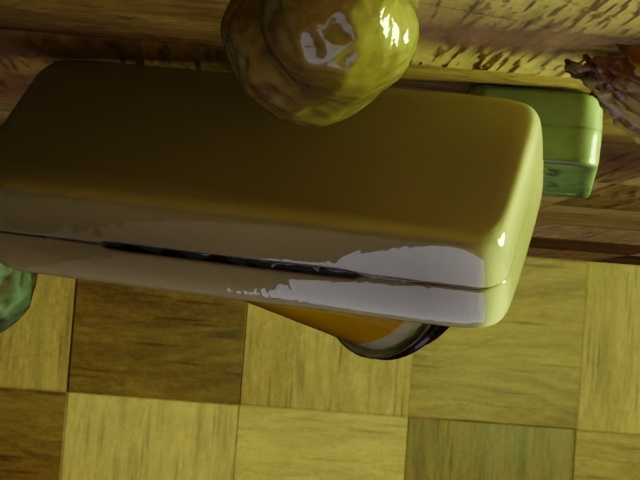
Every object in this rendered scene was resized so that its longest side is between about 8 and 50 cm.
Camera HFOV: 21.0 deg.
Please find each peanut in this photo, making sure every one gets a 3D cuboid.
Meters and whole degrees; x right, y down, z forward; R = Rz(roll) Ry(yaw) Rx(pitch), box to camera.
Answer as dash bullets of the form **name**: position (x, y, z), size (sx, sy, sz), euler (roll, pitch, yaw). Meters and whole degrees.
- **peanut**: position (-0.001, -0.091, 0.732), size (0.080, 0.080, 0.174), euler (5, 174, -7)

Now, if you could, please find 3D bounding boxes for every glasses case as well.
- **glasses case**: position (-0.037, -0.034, 1.073), size (0.337, 0.076, 0.144), euler (7, -137, 16)

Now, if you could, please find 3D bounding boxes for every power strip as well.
- **power strip**: position (0.152, -0.065, 1.238), size (0.093, 0.053, 0.288), euler (4, 176, 8)

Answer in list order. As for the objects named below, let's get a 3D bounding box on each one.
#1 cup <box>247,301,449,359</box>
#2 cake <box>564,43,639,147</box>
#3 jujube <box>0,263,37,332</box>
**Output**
- **cup**: position (0.000, 0.000, 1.594), size (0.280, 0.196, 0.196), euler (15, 171, -39)
- **cake**: position (0.275, -0.059, 0.947), size (0.287, 0.135, 0.098), euler (24, -178, -1)
- **jujube**: position (-0.420, -0.009, 1.622), size (0.308, 0.215, 0.246), euler (6, 176, -3)
